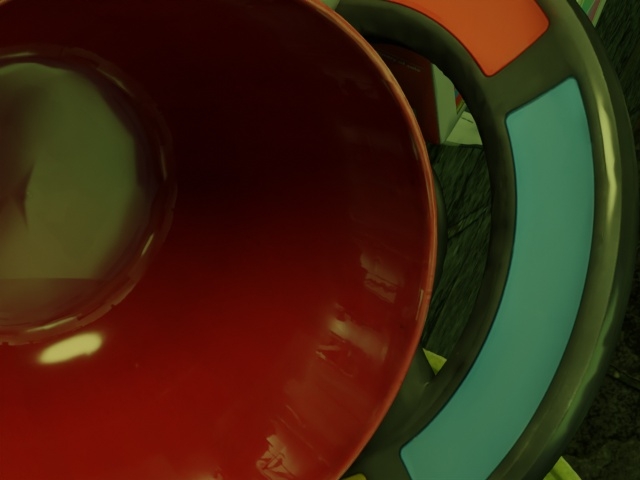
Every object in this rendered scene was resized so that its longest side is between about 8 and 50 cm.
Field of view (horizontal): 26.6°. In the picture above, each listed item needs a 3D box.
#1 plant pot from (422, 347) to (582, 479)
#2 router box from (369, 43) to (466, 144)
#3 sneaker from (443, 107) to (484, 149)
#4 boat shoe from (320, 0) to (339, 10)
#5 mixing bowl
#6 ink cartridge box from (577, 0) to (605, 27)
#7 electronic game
[{"bbox_3d":[0.040,0.256,1.015,0.254,0.276,0.276,-44,159,-23],"label":"plant pot"},{"bbox_3d":[0.091,-0.246,0.571,0.335,0.082,0.301,-59,165,-12],"label":"router box"},{"bbox_3d":[0.120,-0.140,0.854,0.163,0.086,0.226,-63,165,12],"label":"sneaker"},{"bbox_3d":[-0.041,-0.130,0.330,0.088,0.096,0.267,-59,157,4],"label":"boat shoe"},{"bbox_3d":[-0.068,0.003,0.381,0.181,0.098,0.181,-12,115,-26],"label":"mixing bowl"},{"bbox_3d":[0.180,-0.205,0.987,0.109,0.062,0.209,-38,152,-56],"label":"ink cartridge box"},{"bbox_3d":[0.000,0.000,0.452,0.048,0.229,0.229,17,102,-47],"label":"electronic game"}]
